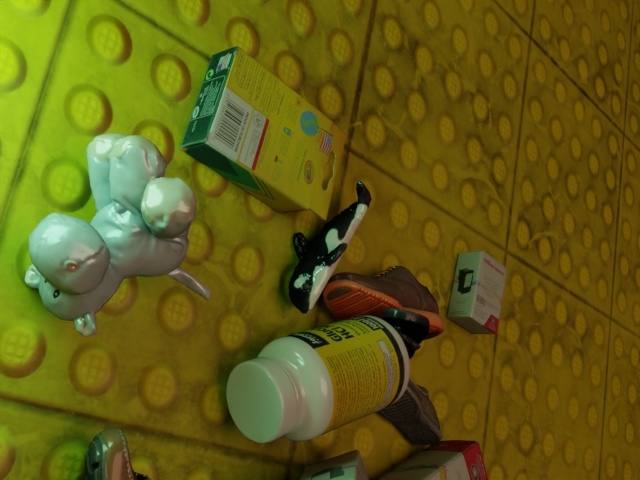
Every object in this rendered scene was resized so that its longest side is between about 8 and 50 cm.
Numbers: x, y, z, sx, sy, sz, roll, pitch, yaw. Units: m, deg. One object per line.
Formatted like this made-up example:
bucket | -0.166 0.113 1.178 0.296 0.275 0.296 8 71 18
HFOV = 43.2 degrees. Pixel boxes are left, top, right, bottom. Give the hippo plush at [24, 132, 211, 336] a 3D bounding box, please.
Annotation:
hippo plush | -0.329 -0.005 1.195 0.236 0.234 0.294 -34 154 -25

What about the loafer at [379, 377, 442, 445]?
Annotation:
loafer | 0.188 0.353 1.759 0.087 0.094 0.251 -87 152 -46

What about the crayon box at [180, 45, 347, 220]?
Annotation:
crayon box | -0.094 -0.186 1.513 0.318 0.081 0.202 33 62 -39

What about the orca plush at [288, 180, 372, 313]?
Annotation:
orca plush | 0.000 0.000 1.576 0.102 0.151 0.287 30 78 0

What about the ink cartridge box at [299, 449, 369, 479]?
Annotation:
ink cartridge box | 0.040 0.502 1.383 0.353 0.119 0.207 45 27 -84

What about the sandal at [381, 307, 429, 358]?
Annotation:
sandal | 0.169 0.205 1.654 0.254 0.097 0.055 85 16 -62

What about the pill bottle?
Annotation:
pill bottle | -0.002 0.255 1.482 0.333 0.187 0.188 -9 92 -47

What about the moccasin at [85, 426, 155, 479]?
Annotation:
moccasin | -0.247 0.447 1.213 0.146 0.139 0.380 -22 102 -20

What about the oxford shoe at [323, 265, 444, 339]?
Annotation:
oxford shoe | 0.126 0.115 1.705 0.363 0.130 0.133 27 48 -48

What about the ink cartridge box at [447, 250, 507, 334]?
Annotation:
ink cartridge box | 0.389 0.130 1.997 0.127 0.072 0.175 32 63 -39

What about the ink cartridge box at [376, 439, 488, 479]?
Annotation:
ink cartridge box | 0.230 0.578 1.689 0.306 0.131 0.226 -15 93 -44
